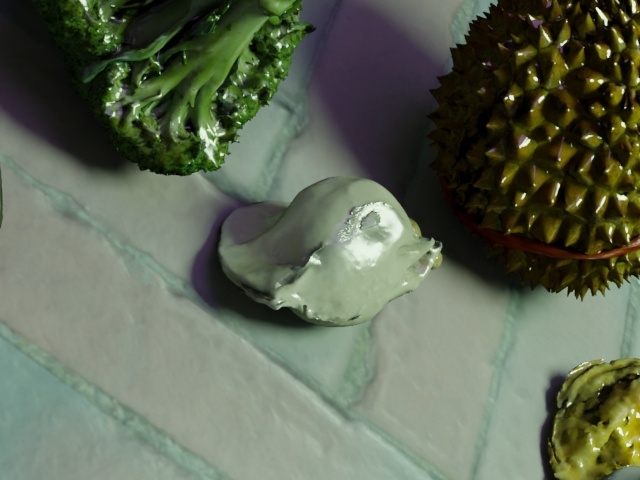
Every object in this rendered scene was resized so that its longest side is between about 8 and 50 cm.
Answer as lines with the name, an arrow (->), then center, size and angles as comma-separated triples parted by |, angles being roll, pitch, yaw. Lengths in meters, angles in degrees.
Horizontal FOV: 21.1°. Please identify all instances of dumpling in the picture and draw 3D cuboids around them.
dumpling -> 0.000, 0.000, 1.701 | 0.247, 0.142, 0.172 | -8, 30, -40

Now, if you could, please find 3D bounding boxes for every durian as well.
durian -> 0.288, -0.123, 1.885 | 0.348, 0.348, 0.384 | -1, 102, -45

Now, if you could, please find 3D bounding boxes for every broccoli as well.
broccoli -> -0.130, -0.228, 1.623 | 0.321, 0.283, 0.303 | 44, 49, -31

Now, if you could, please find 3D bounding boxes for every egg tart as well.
egg tart -> 0.386, 0.223, 1.834 | 0.297, 0.132, 0.297 | 12, 40, -11

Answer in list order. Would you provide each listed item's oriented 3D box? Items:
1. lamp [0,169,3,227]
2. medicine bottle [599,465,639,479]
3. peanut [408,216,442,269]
lamp -> -0.326, -0.110, 1.471 | 0.101, 0.101, 0.250 | -6, 65, -47
medicine bottle -> 0.302, 0.291, 1.657 | 0.135, 0.215, 0.135 | 26, 44, -28
peanut -> 0.096, 0.000, 1.846 | 0.083, 0.037, 0.037 | 44, 38, -5
